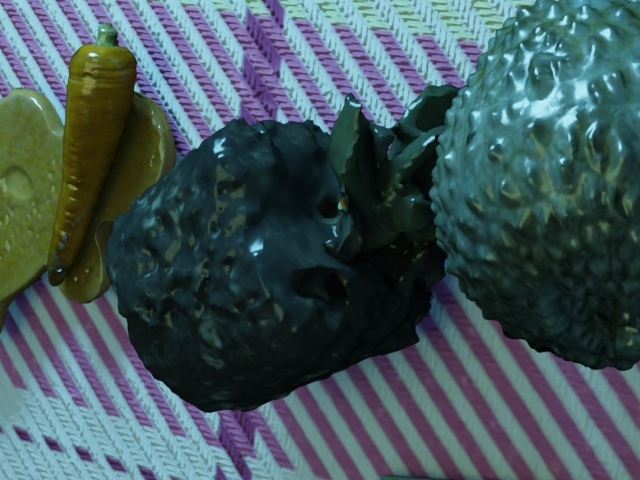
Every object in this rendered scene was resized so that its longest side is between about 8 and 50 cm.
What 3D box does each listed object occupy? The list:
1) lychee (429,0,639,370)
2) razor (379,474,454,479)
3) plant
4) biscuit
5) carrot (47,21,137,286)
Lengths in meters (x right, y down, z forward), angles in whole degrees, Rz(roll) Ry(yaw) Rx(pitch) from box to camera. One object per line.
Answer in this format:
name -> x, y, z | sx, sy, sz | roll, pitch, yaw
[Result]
lychee -> 0.202, -0.041, 1.296 | 0.255, 0.255, 0.274 | -37, 44, 34
razor -> 0.161, 0.216, 1.468 | 0.278, 0.056, 0.111 | 5, 135, 42
plant -> 0.000, 0.000, 1.455 | 0.312, 0.215, 0.213 | -23, 79, 33
biscuit -> -0.259, -0.034, 1.745 | 0.339, 0.047, 0.216 | -33, 79, 30
carrot -> -0.212, -0.070, 1.652 | 0.061, 0.061, 0.257 | 25, 111, 31
